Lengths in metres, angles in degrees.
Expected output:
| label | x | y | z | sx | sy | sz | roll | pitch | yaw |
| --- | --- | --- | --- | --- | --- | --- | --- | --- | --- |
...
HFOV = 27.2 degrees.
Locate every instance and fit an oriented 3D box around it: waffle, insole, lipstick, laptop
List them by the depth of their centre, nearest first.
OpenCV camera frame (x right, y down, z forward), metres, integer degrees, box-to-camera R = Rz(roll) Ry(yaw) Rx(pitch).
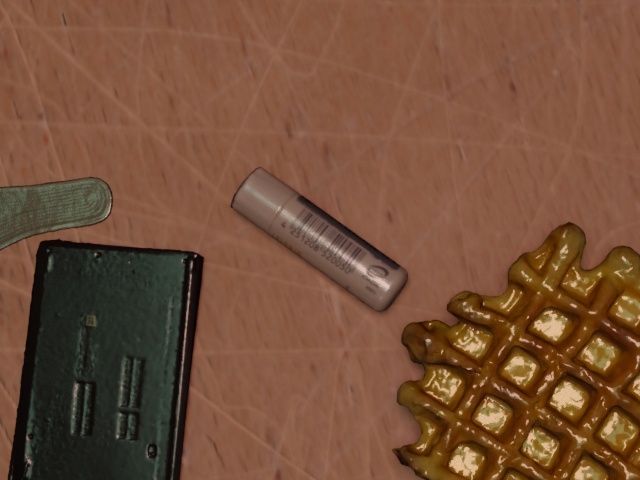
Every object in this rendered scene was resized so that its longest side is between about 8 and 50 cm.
| label | x | y | z | sx | sy | sz | roll | pitch | yaw |
| --- | --- | --- | --- | --- | --- | --- | --- | --- | --- |
| waffle | 0.194 | 0.142 | 0.938 | 0.283 | 0.065 | 0.310 | -12 | 79 | 2 |
| lipstick | 0.000 | 0.000 | 0.984 | 0.141 | 0.040 | 0.040 | 35 | 88 | 9 |
| laptop | -0.164 | 0.099 | 1.001 | 0.135 | 0.016 | 0.197 | 4 | 84 | 8 |
| insole | -0.235 | -0.018 | 1.029 | 0.152 | 0.002 | 0.053 | -9 | 82 | 5 |
